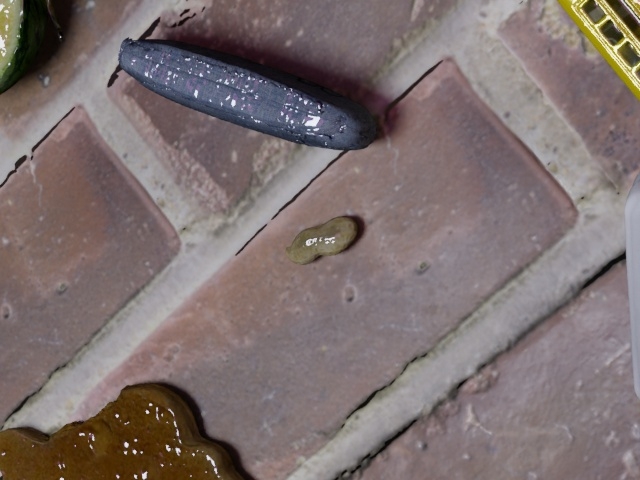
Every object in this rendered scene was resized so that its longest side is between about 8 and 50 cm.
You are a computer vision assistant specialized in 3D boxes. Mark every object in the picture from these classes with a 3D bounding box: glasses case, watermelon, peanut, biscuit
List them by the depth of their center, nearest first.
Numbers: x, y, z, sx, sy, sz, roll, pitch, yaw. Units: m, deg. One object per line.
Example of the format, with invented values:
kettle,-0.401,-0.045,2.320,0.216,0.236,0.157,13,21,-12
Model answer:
glasses case,-0.075,-0.147,1.320,0.282,0.109,0.067,22,97,22
peanut,0.000,0.000,1.335,0.083,0.037,0.037,-20,84,28
watermelon,-0.373,-0.250,1.440,0.232,0.127,0.204,-28,81,25
biscuit,-0.222,0.249,1.444,0.319,0.047,0.183,-5,88,25

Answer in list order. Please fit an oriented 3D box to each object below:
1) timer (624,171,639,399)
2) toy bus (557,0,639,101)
timer,0.350,0.046,1.103,0.178,0.078,0.253,7,131,23
toy bus,0.289,-0.215,1.133,0.152,0.144,0.330,-42,78,24
